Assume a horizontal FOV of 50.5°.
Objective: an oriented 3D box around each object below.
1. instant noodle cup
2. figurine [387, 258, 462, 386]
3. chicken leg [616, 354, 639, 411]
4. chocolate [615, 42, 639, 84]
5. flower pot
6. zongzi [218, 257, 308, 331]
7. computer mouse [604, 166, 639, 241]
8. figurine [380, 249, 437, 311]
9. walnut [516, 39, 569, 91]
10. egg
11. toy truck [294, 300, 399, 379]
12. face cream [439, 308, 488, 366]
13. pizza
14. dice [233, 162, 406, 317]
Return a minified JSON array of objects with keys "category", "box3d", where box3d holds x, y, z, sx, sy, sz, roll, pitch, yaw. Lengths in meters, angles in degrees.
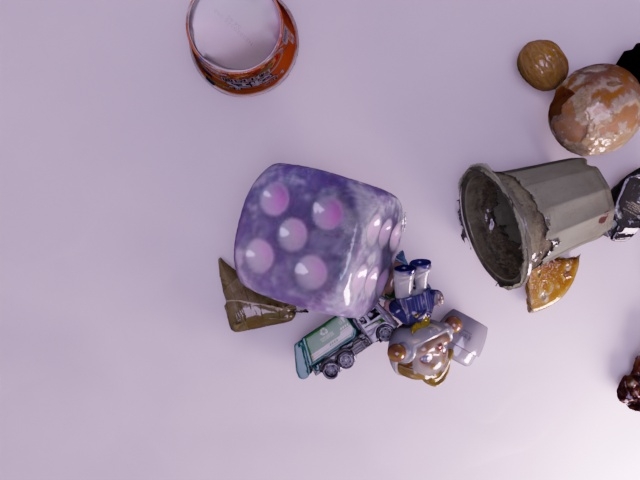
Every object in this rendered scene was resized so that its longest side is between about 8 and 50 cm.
[{"category":"instant noodle cup","box3d":[-0.170,-0.439,1.438,0.251,0.192,0.250,0,96,-1]},{"category":"figurine","box3d":[0.195,0.179,1.433,0.194,0.133,0.274,-43,120,-24]},{"category":"chicken leg","box3d":[0.840,0.295,1.561,0.323,0.083,0.177,-20,92,17]},{"category":"chocolate","box3d":[0.752,-0.384,1.504,0.133,0.156,0.156,-35,96,-25]},{"category":"flower pot","box3d":[0.468,-0.060,1.460,0.259,0.290,0.290,-17,96,-9]},{"category":"zongzi","box3d":[-0.133,0.109,1.560,0.189,0.081,0.177,-11,86,-5]},{"category":"computer mouse","box3d":[0.709,-0.088,1.551,0.106,0.062,0.192,31,101,-5]},{"category":"figurine","box3d":[0.180,0.100,1.528,0.178,0.144,0.114,28,108,-14]},{"category":"walnut","box3d":[0.492,-0.385,1.501,0.105,0.105,0.124,-35,106,3]},{"category":"egg","box3d":[0.594,-0.284,1.461,0.195,0.195,0.233,35,62,-4]},{"category":"toy truck","box3d":[0.053,0.232,1.554,0.253,0.114,0.124,-36,84,3]},{"category":"face cream","box3d":[0.318,0.222,1.550,0.117,0.117,0.104,31,87,-4]},{"category":"pizza","box3d":[0.519,0.086,1.576,0.131,0.041,0.178,28,95,-6]},{"category":"dice","box3d":[0.000,0.000,1.410,0.272,0.270,0.269,16,91,24]}]
